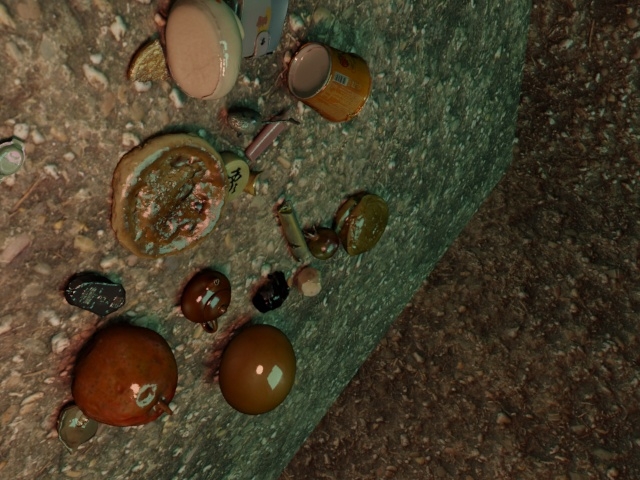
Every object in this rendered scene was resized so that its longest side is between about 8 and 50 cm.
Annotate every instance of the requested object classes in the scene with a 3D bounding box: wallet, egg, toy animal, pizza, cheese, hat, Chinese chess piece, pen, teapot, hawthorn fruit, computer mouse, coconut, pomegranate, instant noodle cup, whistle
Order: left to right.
[{"bbox_3d":[-0.613,-0.142,1.085,0.121,0.026,0.067,-55,152,-6],"label":"cheese"},{"bbox_3d":[-0.685,0.516,1.617,0.147,0.085,0.175,-63,176,-1],"label":"hat"},{"bbox_3d":[-0.567,0.131,1.418,0.172,0.057,0.099,28,96,-51],"label":"computer mouse"},{"bbox_3d":[-0.501,0.377,1.514,0.277,0.298,0.277,-44,154,-28],"label":"hawthorn fruit"},{"bbox_3d":[-0.383,-0.379,1.231,0.099,0.029,0.100,-36,144,-22],"label":"pizza"},{"bbox_3d":[-0.346,0.204,1.775,0.178,0.135,0.252,-28,140,-38],"label":"teapot"},{"bbox_3d":[-0.266,-0.178,1.595,0.144,0.058,0.144,-40,148,-31],"label":"Chinese chess piece"},{"bbox_3d":[-0.208,-0.182,1.693,0.084,0.060,0.041,-64,153,-4],"label":"cheese"},{"bbox_3d":[-0.159,-0.528,1.373,0.231,0.069,0.170,-41,150,-57],"label":"wallet"},{"bbox_3d":[-0.230,0.476,2.085,0.282,0.282,0.351,-8,119,-57],"label":"egg"},{"bbox_3d":[-0.170,-0.330,1.576,0.253,0.079,0.070,-13,151,-53],"label":"toy animal"},{"bbox_3d":[-0.151,-0.319,1.674,0.197,0.032,0.053,-50,151,-11],"label":"pen"},{"bbox_3d":[-0.099,-0.029,2.031,0.068,0.057,0.326,-50,152,-22],"label":"whistle"},{"bbox_3d":[-0.043,0.175,2.277,0.110,0.110,0.124,-38,143,-34],"label":"coconut"},{"bbox_3d":[0.003,-0.005,2.176,0.129,0.129,0.159,-42,117,-30],"label":"pomegranate"},{"bbox_3d":[0.016,-0.463,1.630,0.172,0.215,0.216,8,111,-51],"label":"instant noodle cup"}]

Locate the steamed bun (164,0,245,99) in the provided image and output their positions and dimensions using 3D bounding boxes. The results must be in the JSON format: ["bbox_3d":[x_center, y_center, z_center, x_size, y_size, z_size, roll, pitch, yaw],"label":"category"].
[{"bbox_3d":[-0.247,-0.430,1.243,0.131,0.177,0.228,-44,144,-46],"label":"steamed bun"}]

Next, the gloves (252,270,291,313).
[{"bbox_3d":[-0.160,0.192,2.102,0.180,0.106,0.129,-33,142,-33],"label":"gloves"}]

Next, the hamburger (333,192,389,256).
[{"bbox_3d":[0.177,-0.065,2.373,0.285,0.134,0.266,-25,140,-51],"label":"hamburger"}]

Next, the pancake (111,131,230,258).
[{"bbox_3d":[-0.377,-0.109,1.446,0.356,0.065,0.356,-28,134,-33],"label":"pancake"}]
